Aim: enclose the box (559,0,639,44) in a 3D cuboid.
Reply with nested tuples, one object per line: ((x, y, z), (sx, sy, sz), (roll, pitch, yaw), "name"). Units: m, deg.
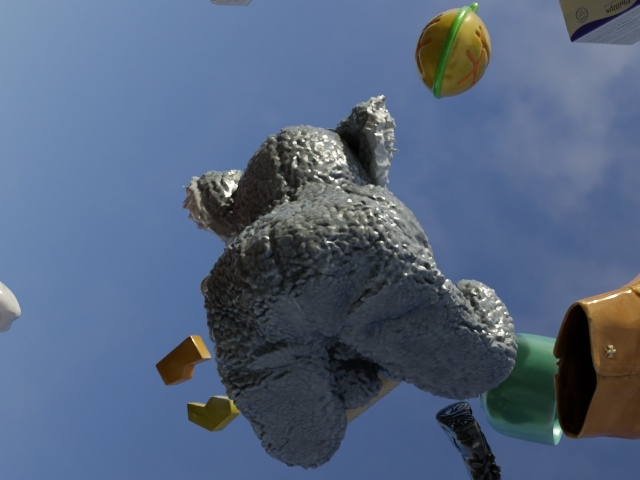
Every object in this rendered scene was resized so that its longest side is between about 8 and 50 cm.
((0.411, -0.317, 1.577), (0.126, 0.137, 0.072), (-26, -106, 49), "box")

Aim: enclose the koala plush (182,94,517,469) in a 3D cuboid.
((0.000, 0.000, 0.819), (0.196, 0.203, 0.221), (-24, -135, 12), "koala plush")

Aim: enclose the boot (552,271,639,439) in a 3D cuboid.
((0.337, 0.059, 1.202), (0.104, 0.211, 0.295), (12, -84, 55), "boot")

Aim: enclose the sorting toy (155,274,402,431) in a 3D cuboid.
((-0.046, 0.109, 1.273), (0.307, 0.041, 0.229), (-41, -113, 22), "sorting toy")

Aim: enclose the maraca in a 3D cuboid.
((0.183, -0.259, 1.610), (0.185, 0.099, 0.127), (-51, 161, -61), "maraca")

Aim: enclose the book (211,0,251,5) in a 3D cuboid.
((-0.068, -0.342, 1.433), (0.144, 0.035, 0.096), (-41, 178, 23), "book")

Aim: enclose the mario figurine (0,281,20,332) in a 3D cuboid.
((-0.301, 0.094, 0.829), (0.320, 0.170, 0.198), (141, -41, -60), "mario figurine")

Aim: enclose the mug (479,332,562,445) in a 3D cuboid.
((0.254, 0.183, 1.466), (0.097, 0.158, 0.129), (9, -107, 19), "mug")

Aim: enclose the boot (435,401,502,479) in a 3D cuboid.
((0.180, 0.250, 1.397), (0.045, 0.099, 0.121), (-25, -170, -3), "boot")

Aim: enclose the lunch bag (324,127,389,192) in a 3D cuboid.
((0.033, -0.028, 1.760), (0.169, 0.235, 0.287), (-29, -167, -11), "lunch bag")
